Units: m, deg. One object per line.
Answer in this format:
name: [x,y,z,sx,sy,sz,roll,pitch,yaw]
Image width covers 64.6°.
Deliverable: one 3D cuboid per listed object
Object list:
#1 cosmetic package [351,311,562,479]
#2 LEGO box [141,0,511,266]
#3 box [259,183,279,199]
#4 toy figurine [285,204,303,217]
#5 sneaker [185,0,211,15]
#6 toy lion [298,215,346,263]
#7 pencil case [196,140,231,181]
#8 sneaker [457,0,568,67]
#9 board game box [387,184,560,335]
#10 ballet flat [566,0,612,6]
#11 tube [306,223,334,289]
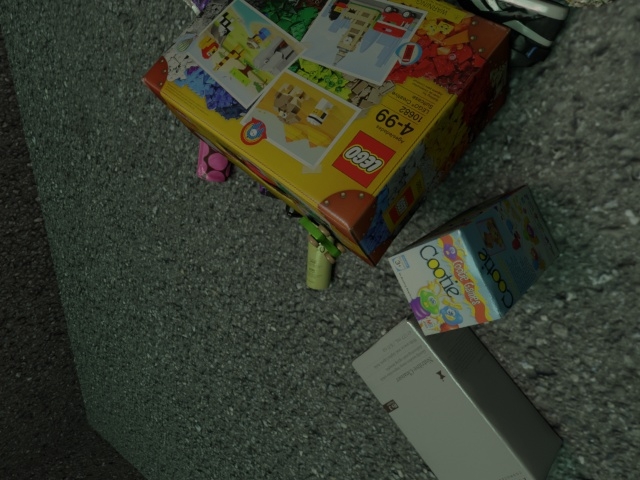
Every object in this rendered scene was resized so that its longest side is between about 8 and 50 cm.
cosmetic package: [0.275,0.335,1.056,0.385,0.156,0.217,52,132,14]
LEGO box: [0.001,-0.258,0.877,0.500,0.193,0.372,37,85,26]
box: [-0.107,-0.182,1.264,0.116,0.029,0.162,19,118,36]
toy figurine: [0.049,-0.110,1.029,0.213,0.209,0.148,28,117,30]
sneaker: [-0.279,-0.584,1.235,0.071,0.068,0.170,-29,97,30]
toy lion: [-0.006,-0.011,0.835,0.034,0.100,0.096,-45,53,0]
pencil case: [-0.280,-0.253,1.340,0.095,0.098,0.209,33,128,27]
sneaker: [0.270,-0.347,0.820,0.216,0.079,0.121,34,128,26]
board game box: [0.265,0.026,0.847,0.142,0.275,0.144,-26,90,45]
ballet flat: [0.438,-0.366,0.663,0.240,0.077,0.091,-7,102,43]
tube: [0.000,0.000,1.229,0.070,0.062,0.240,4,111,-3]
